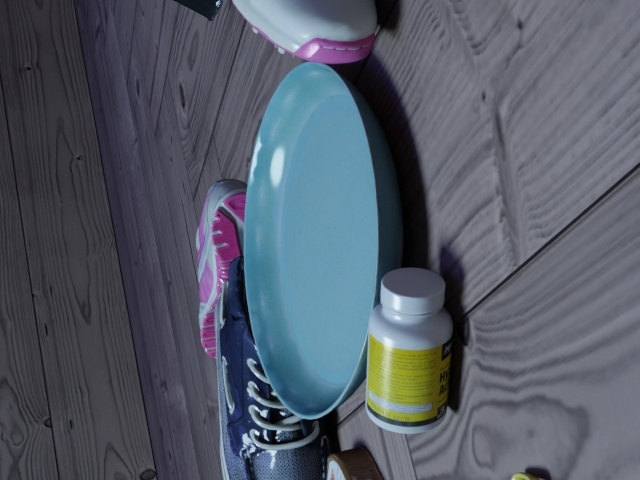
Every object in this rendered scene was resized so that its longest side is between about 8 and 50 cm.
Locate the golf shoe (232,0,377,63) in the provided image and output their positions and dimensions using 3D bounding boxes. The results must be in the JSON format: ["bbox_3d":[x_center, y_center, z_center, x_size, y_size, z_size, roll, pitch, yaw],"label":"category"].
[{"bbox_3d":[-0.024,-0.274,0.879,0.140,0.115,0.306,106,150,-47],"label":"golf shoe"}]

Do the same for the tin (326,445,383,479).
[{"bbox_3d":[0.047,0.280,1.023,0.190,0.040,0.106,-121,33,-53],"label":"tin"}]

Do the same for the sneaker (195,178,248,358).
[{"bbox_3d":[-0.102,0.032,1.312,0.111,0.102,0.252,-115,30,-56],"label":"sneaker"}]

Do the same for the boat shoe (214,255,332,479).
[{"bbox_3d":[-0.050,0.174,1.127,0.158,0.127,0.341,108,150,-65],"label":"boat shoe"}]

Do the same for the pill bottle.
[{"bbox_3d":[0.067,0.082,0.809,0.065,0.065,0.116,-126,32,-58],"label":"pill bottle"}]

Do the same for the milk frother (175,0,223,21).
[{"bbox_3d":[-0.174,-0.342,1.291,0.129,0.134,0.143,-69,15,-12],"label":"milk frother"}]

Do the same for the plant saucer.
[{"bbox_3d":[0.000,0.000,0.962,0.317,0.043,0.318,-179,90,-68],"label":"plant saucer"}]

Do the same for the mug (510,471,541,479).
[{"bbox_3d":[0.128,0.200,0.701,0.062,0.078,0.064,49,171,-1],"label":"mug"}]
